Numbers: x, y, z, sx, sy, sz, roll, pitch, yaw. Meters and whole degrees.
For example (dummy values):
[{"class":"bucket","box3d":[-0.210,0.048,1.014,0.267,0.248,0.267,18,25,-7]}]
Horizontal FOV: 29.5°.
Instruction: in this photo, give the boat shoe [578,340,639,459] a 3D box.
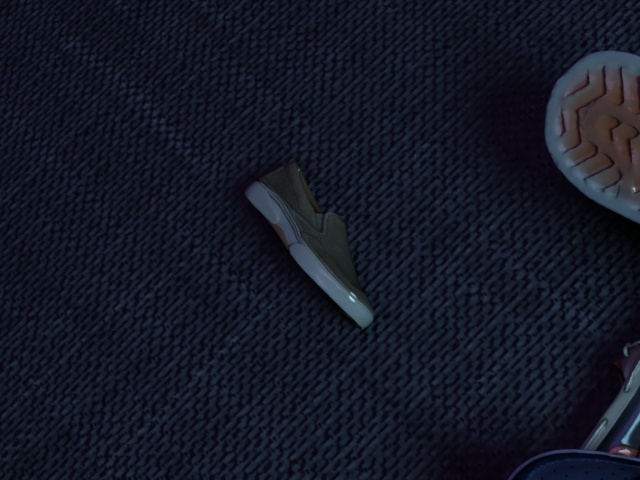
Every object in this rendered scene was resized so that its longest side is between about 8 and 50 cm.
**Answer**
[{"class":"boat shoe","box3d":[0.183,0.081,0.685,0.043,0.049,0.137,19,75,28]}]

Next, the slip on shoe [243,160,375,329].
[{"class":"slip on shoe","box3d":[0.000,0.000,0.785,0.041,0.051,0.135,-38,51,-1]}]

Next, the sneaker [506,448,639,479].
[{"class":"sneaker","box3d":[0.196,0.152,0.516,0.282,0.153,0.099,26,73,28]}]

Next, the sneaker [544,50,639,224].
[{"class":"sneaker","box3d":[0.262,-0.002,0.652,0.302,0.121,0.108,46,117,31]}]
